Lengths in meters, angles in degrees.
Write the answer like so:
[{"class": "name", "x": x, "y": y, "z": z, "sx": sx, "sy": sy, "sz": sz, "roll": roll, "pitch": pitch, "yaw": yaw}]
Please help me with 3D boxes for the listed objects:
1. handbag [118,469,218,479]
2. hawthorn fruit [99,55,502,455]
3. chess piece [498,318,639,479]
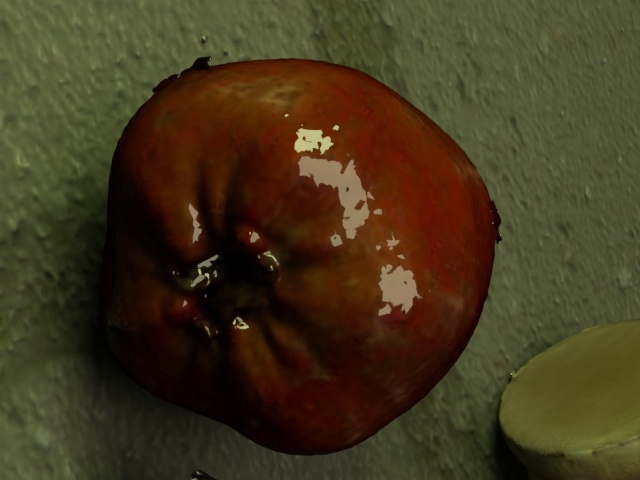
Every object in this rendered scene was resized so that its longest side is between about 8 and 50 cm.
[{"class": "handbag", "x": -0.051, "y": 0.234, "z": 0.646, "sx": 0.203, "sy": 0.074, "sz": 0.216, "roll": 35, "pitch": 63, "yaw": -33}, {"class": "hawthorn fruit", "x": 0.000, "y": 0.000, "z": 0.667, "sx": 0.202, "sy": 0.185, "sz": 0.185, "roll": -21, "pitch": 97, "yaw": -57}, {"class": "chess piece", "x": 0.218, "y": 0.185, "z": 0.862, "sx": 0.143, "sy": 0.143, "sz": 0.261, "roll": -42, "pitch": 115, "yaw": -39}]
